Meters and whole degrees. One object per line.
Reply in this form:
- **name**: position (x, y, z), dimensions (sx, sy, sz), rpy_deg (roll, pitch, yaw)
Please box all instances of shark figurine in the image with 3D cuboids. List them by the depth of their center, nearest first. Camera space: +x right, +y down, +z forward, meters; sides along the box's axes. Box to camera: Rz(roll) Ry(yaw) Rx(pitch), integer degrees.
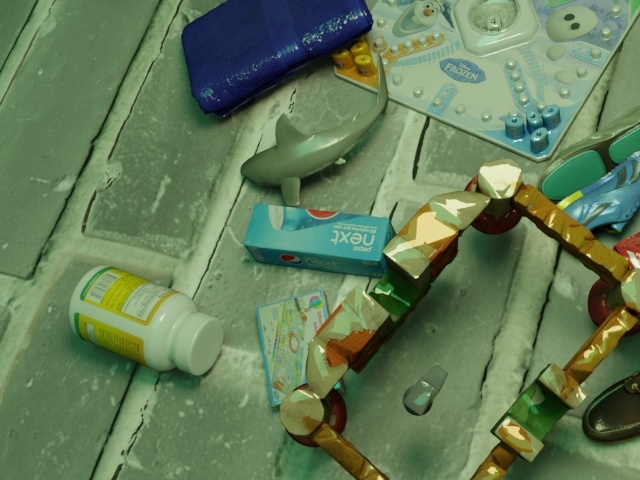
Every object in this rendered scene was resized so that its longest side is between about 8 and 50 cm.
- **shark figurine**: position (-0.007, -0.162, 1.552), dimensions (0.278, 0.116, 0.166), rpy_deg (-30, 30, 7)

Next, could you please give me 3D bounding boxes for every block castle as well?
- **block castle**: position (0.180, 0.146, 1.316), dimensions (0.303, 0.213, 0.453), rpy_deg (40, 86, 11)

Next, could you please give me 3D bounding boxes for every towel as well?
- **towel**: position (-0.072, -0.336, 1.686), dimensions (0.308, 0.076, 0.228), rpy_deg (-26, 45, 11)

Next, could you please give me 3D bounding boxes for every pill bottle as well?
- **pill bottle**: position (-0.249, 0.119, 1.511), dimensions (0.208, 0.117, 0.118), rpy_deg (18, 71, 23)

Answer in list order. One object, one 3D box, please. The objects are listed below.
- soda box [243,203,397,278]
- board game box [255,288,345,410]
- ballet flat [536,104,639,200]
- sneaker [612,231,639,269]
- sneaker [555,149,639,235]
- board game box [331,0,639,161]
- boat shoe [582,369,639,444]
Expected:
- **soda box**: position (0.000, 0.000, 1.525), dimensions (0.210, 0.067, 0.071), rpy_deg (7, 67, 19)
- **board game box**: position (-0.030, 0.154, 1.482), dimensions (0.103, 0.026, 0.154), rpy_deg (-16, 62, 9)
- **ballet flat**: position (0.393, -0.124, 1.480), dimensions (0.213, 0.072, 0.068), rpy_deg (-28, 30, 0)
- **sneaker**: position (0.456, -0.026, 1.395), dimensions (0.128, 0.087, 0.221), rpy_deg (1, 64, 15)
- **sneaker**: position (0.416, -0.058, 1.435), dimensions (0.209, 0.069, 0.082), rpy_deg (-34, 67, 0)
- **board game box**: position (0.270, -0.355, 1.627), dimensions (0.390, 0.050, 0.390), rpy_deg (27, 75, 26)
- **boat shoe**: position (0.422, 0.189, 1.308), dimensions (0.207, 0.073, 0.073), rpy_deg (-27, 62, 4)
